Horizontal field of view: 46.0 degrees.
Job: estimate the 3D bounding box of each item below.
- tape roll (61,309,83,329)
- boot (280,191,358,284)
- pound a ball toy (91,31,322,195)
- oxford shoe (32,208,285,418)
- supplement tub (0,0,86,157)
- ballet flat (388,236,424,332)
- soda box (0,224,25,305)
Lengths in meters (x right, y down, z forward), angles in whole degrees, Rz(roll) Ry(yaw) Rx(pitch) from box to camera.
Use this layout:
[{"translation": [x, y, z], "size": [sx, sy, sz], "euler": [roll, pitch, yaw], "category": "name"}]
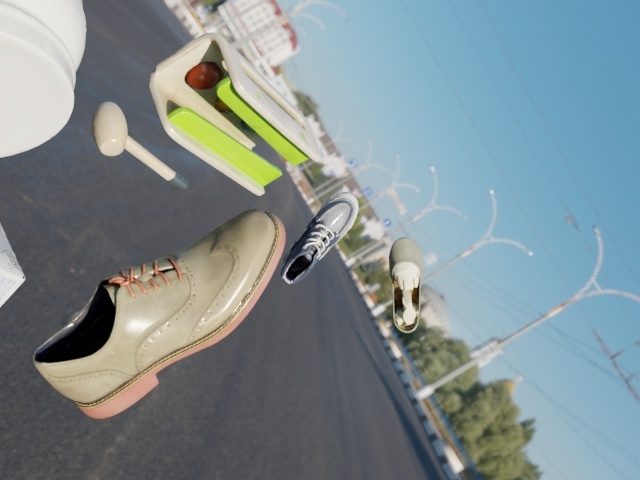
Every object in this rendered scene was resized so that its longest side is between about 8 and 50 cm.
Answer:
[{"translation": [-0.382, 0.184, 1.443], "size": [0.219, 0.219, 0.072], "euler": [55, 30, -71], "category": "tape roll"}, {"translation": [0.000, 0.000, 1.356], "size": [0.069, 0.190, 0.086], "euler": [35, 21, -10], "category": "boot"}, {"translation": [-0.164, -0.174, 1.104], "size": [0.319, 0.208, 0.136], "euler": [32, 32, -60], "category": "pound a ball toy"}, {"translation": [-0.193, 0.073, 0.929], "size": [0.123, 0.348, 0.130], "euler": [41, -8, 45], "category": "oxford shoe"}, {"translation": [-0.363, -0.272, 0.748], "size": [0.241, 0.240, 0.332], "euler": [56, 18, -64], "category": "supplement tub"}, {"translation": [0.177, 0.095, 1.518], "size": [0.068, 0.072, 0.213], "euler": [-95, 180, -57], "category": "ballet flat"}, {"translation": [-0.284, 0.067, 0.458], "size": [0.074, 0.216, 0.069], "euler": [48, 6, 39], "category": "soda box"}]
